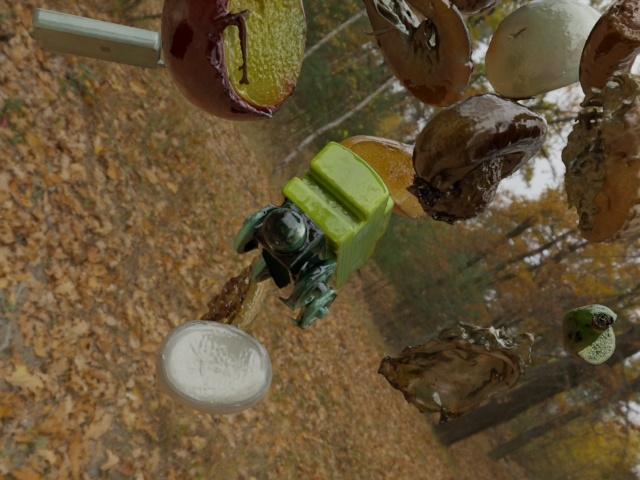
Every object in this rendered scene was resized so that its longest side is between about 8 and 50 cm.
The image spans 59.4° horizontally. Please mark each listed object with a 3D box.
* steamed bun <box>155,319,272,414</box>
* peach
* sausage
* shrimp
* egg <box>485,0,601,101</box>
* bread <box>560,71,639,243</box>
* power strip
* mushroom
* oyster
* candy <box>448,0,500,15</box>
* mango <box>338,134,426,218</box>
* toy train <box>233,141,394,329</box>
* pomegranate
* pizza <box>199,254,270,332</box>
[{"bbox_3d":[-0.211,0.256,1.114,0.130,0.228,0.177,128,-27,-57],"label":"steamed bun"},{"bbox_3d":[-0.222,-0.488,1.345,0.310,0.335,0.405,25,-33,23],"label":"peach"},{"bbox_3d":[0.541,-0.343,1.040,0.108,0.109,0.270,65,8,18],"label":"sausage"},{"bbox_3d":[0.106,-0.279,0.708,0.248,0.068,0.150,52,-24,6],"label":"shrimp"},{"bbox_3d":[0.581,-0.519,1.445,0.201,0.337,0.337,59,7,-28],"label":"egg"},{"bbox_3d":[0.479,-0.125,0.880,0.274,0.150,0.273,5,90,-81],"label":"bread"},{"bbox_3d":[-0.458,-0.418,1.174,0.118,0.271,0.046,159,-64,-72],"label":"power strip"},{"bbox_3d":[0.292,-0.168,1.114,0.195,0.283,0.263,42,4,17],"label":"mushroom"},{"bbox_3d":[0.292,0.262,1.239,0.221,0.361,0.096,35,38,-8],"label":"oyster"},{"bbox_3d":[0.411,-0.769,1.554,0.157,0.214,0.289,-18,87,-52],"label":"candy"},{"bbox_3d":[0.173,-0.167,1.431,0.350,0.199,0.201,16,64,-33],"label":"mango"},{"bbox_3d":[0.000,0.000,1.015,0.179,0.272,0.442,43,-11,12],"label":"toy train"},{"bbox_3d":[0.659,0.217,1.383,0.122,0.143,0.169,40,-12,46],"label":"pomegranate"},{"bbox_3d":[-0.276,0.220,1.751,0.114,0.408,0.278,39,-11,-23],"label":"pizza"}]
